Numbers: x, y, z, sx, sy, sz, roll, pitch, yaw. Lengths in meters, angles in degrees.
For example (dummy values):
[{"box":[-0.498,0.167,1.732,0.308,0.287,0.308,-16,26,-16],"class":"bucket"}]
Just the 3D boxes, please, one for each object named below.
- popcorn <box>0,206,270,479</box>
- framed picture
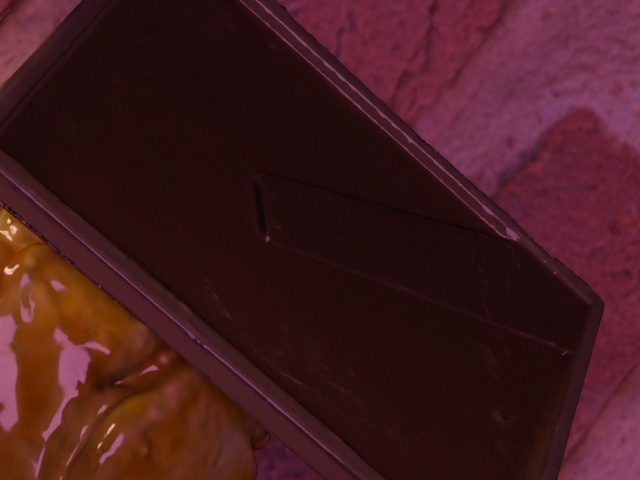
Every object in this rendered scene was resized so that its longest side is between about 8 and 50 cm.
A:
[{"box":[-0.132,0.071,0.815,0.221,0.184,0.204,36,78,-11],"class":"popcorn"},{"box":[0.000,0.000,0.832,0.335,0.247,0.022,42,128,-11],"class":"framed picture"}]
